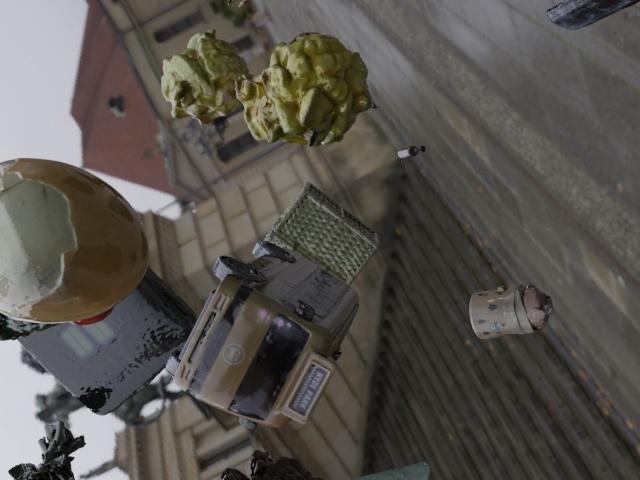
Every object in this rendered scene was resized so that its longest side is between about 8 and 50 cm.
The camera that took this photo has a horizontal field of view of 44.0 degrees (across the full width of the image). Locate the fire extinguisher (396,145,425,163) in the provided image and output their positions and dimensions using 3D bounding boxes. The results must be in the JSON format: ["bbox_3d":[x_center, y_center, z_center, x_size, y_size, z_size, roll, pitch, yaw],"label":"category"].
[{"bbox_3d":[0.189,-0.187,1.662,0.032,0.046,0.100,53,172,-8],"label":"fire extinguisher"}]

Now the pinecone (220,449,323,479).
[{"bbox_3d":[-0.089,0.424,1.146,0.222,0.221,0.221,62,-178,-3],"label":"pinecone"}]

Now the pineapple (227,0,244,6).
[{"bbox_3d":[-0.188,-0.678,1.751,0.209,0.286,0.344,23,-158,-36],"label":"pineapple"}]

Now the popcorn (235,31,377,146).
[{"bbox_3d":[-0.023,-0.232,1.292,0.169,0.189,0.218,55,142,20],"label":"popcorn"}]

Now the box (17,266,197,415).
[{"bbox_3d":[-0.506,0.190,1.838,0.359,0.350,0.091,46,-168,-9],"label":"box"}]

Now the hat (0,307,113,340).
[{"bbox_3d":[-0.522,0.080,1.452,0.332,0.242,0.274,23,146,27],"label":"hat"}]

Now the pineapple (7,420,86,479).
[{"bbox_3d":[-0.623,0.543,1.744,0.310,0.170,0.141,-80,-19,-48],"label":"pineapple"}]

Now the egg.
[{"bbox_3d":[-0.329,0.004,0.998,0.244,0.201,0.201,18,-144,-46],"label":"egg"}]

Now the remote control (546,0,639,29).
[{"bbox_3d":[0.233,-0.200,0.681,0.096,0.039,0.014,176,110,-72],"label":"remote control"}]

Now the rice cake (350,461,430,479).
[{"bbox_3d":[0.133,0.461,1.524,0.029,0.170,0.033,-125,32,-53],"label":"rice cake"}]

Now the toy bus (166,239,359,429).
[{"bbox_3d":[-0.048,0.100,0.880,0.157,0.140,0.289,28,-172,6],"label":"toy bus"}]

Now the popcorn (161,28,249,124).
[{"bbox_3d":[-0.238,-0.326,1.621,0.167,0.187,0.185,57,177,-20],"label":"popcorn"}]

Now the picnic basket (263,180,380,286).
[{"bbox_3d":[0.000,0.000,1.641,0.196,0.154,0.134,37,-169,-8],"label":"picnic basket"}]

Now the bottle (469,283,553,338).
[{"bbox_3d":[0.364,0.131,1.486,0.099,0.152,0.099,37,-134,-52],"label":"bottle"}]
